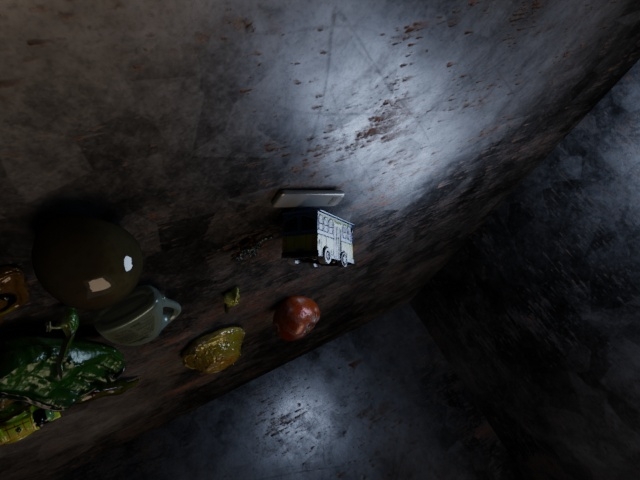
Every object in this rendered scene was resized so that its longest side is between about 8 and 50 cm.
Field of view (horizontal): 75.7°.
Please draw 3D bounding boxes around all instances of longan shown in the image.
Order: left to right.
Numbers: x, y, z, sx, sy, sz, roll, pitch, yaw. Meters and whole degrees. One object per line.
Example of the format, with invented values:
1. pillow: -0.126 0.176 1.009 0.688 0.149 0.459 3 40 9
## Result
1. longan: -0.477 0.046 0.854 0.197 0.196 0.220 -30 155 -2

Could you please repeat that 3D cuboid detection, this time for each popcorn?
1. popcorn: -0.333 0.216 1.563 0.068 0.059 0.083 3 131 -54

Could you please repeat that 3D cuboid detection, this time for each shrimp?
1. shrimp: -1.031 0.514 1.339 0.184 0.043 0.091 -47 146 21

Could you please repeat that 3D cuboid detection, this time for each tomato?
1. tomato: -0.117 0.363 1.978 0.232 0.188 0.232 -42 163 -16

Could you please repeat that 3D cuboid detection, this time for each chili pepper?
1. chili pepper: -0.756 0.355 1.164 0.213 0.167 0.385 -45 148 4

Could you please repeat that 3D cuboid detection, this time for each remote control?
1. remote control: -0.033 -0.131 1.259 0.261 0.029 0.067 -6 148 -42

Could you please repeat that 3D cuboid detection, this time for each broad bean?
1. broad bean: -0.891 0.618 1.696 0.077 0.061 0.339 -34 158 26

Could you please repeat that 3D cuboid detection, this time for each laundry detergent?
1. laundry detergent: -0.550 0.247 1.291 0.215 0.105 0.280 -29 156 -10

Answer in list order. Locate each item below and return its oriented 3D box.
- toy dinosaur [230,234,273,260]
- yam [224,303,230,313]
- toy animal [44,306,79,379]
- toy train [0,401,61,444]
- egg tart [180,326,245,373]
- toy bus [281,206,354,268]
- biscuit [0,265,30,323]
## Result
1. toy dinosaur: -0.218 0.020 1.303 0.154 0.055 0.049 -29 154 0
2. yam: -0.369 0.263 1.652 0.129 0.027 0.033 -61 -177 48
3. toy animal: -0.675 0.246 1.065 0.041 0.216 0.075 -5 160 41
4. toy train: -1.041 0.621 1.384 0.296 0.100 0.161 -19 -162 -26
5. egg tart: -0.484 0.527 1.928 0.342 0.132 0.341 -26 156 -13
6. toy bus: 0.000 0.000 1.349 0.138 0.174 0.288 -5 170 27
7. biscuit: -0.747 0.129 0.884 0.209 0.041 0.290 -11 151 -42
